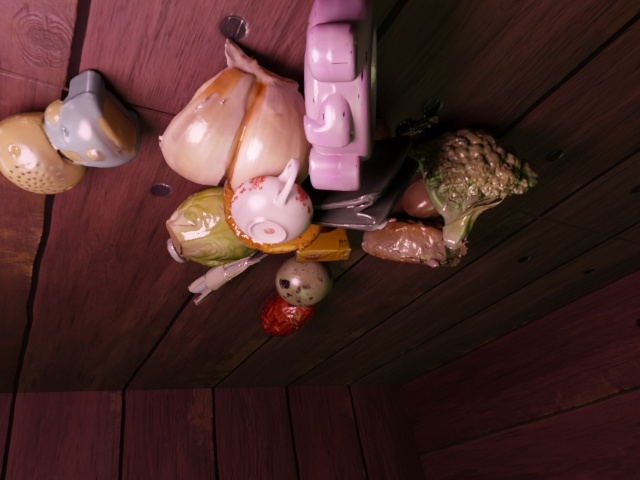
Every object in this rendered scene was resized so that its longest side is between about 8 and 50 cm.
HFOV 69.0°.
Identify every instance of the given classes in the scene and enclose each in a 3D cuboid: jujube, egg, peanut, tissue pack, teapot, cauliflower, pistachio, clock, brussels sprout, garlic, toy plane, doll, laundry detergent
[{"bbox_3d":[-0.130,0.283,1.813,0.174,0.174,0.250,19,141,-40],"label":"jujube"},{"bbox_3d":[-0.048,0.136,1.592,0.228,0.176,0.177,0,151,-48],"label":"egg"},{"bbox_3d":[0.097,-0.211,1.155,0.104,0.085,0.227,21,142,-13],"label":"peanut"},{"bbox_3d":[0.000,0.000,1.434,0.169,0.119,0.082,-2,150,-14],"label":"tissue pack"},{"bbox_3d":[-0.089,-0.063,0.894,0.159,0.116,0.245,31,137,-13],"label":"teapot"},{"bbox_3d":[0.371,-0.159,1.198,0.327,0.260,0.281,22,146,11],"label":"cauliflower"},{"bbox_3d":[0.328,-0.131,1.353,0.186,0.126,0.108,-28,-172,20],"label":"pistachio"},{"bbox_3d":[0.039,-0.279,0.820,0.114,0.295,0.322,3,148,8],"label":"clock"},{"bbox_3d":[-0.267,-0.036,1.215,0.244,0.243,0.244,-8,149,-5],"label":"brussels sprout"},{"bbox_3d":[-0.170,-0.206,0.953,0.286,0.249,0.313,12,133,-35],"label":"garlic"},{"bbox_3d":[0.231,-0.276,1.144,0.121,0.031,0.049,-24,152,24],"label":"toy plane"},{"bbox_3d":[-0.503,-0.190,0.914,0.261,0.161,0.177,-19,150,8],"label":"doll"},{"bbox_3d":[-0.329,0.000,1.374,0.226,0.070,0.099,-17,140,8],"label":"laundry detergent"}]

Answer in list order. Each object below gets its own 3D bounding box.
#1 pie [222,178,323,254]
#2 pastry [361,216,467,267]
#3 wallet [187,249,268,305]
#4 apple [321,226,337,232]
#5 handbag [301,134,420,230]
[{"bbox_3d":[-0.111,-0.086,1.113,0.274,0.273,0.069,-2,149,-15],"label":"pie"},{"bbox_3d":[0.278,-0.001,1.419,0.330,0.136,0.329,8,-177,0],"label":"pastry"},{"bbox_3d":[-0.249,0.076,1.417,0.310,0.077,0.223,-31,-179,36],"label":"wallet"},{"bbox_3d":[-0.016,-0.093,1.258,0.159,0.146,0.156,0,169,-16],"label":"apple"},{"bbox_3d":[0.059,-0.125,1.005,0.260,0.247,0.079,1,130,35],"label":"handbag"}]
